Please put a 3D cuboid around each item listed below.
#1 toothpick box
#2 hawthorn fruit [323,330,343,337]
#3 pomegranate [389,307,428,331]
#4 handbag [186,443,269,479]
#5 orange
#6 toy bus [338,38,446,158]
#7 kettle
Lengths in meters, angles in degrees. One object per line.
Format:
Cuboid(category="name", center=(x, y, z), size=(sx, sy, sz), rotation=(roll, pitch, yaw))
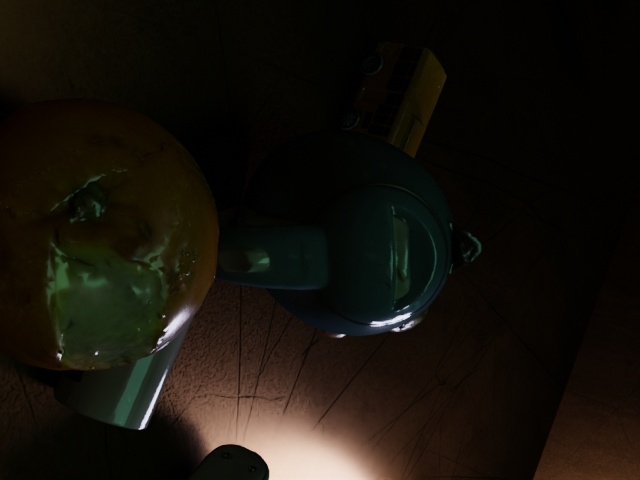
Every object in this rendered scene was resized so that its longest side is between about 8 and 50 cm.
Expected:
Cuboid(category="toothpick box", center=(-0.203, 0.100, 0.866), size=(0.111, 0.111, 0.180), rotation=(29, 80, -58))
Cuboid(category="hawthorn fruit", center=(0.019, 0.104, 1.265), size=(0.067, 0.067, 0.103), rotation=(-49, 129, -34))
Cuboid(category="pomegranate", center=(0.132, 0.091, 1.400), size=(0.114, 0.115, 0.142), rotation=(56, 28, -51))
Cuboid(category="handbag", center=(-0.138, 0.460, 1.146), size=(0.241, 0.109, 0.315), rotation=(-44, 141, -40))
Cuboid(category="orange", center=(-0.204, -0.005, 0.696), size=(0.240, 0.240, 0.240), rotation=(-31, 129, -48))
Cuboid(category="toy bus", center=(0.106, -0.189, 1.206), size=(0.098, 0.114, 0.201), rotation=(37, 73, -56))
Cuboid(category="kettle", center=(0.000, 0.000, 0.906), size=(0.342, 0.320, 0.247), rotation=(-130, -144, -80))
